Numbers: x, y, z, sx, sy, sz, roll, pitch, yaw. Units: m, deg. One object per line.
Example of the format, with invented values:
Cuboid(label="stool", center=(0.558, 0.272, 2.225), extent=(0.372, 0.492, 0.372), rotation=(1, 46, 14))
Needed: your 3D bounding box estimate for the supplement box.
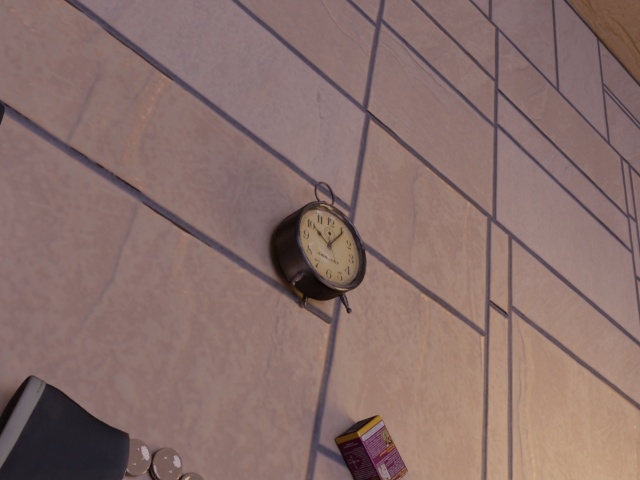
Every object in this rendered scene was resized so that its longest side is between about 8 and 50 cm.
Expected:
Cuboid(label="supplement box", center=(0.065, 0.273, 1.021), extent=(0.055, 0.043, 0.083), rotation=(-21, 83, -51))

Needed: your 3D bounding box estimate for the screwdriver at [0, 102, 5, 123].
Cuboid(label="screwdriver", center=(-0.351, -0.074, 0.794), extent=(0.025, 0.024, 0.169), rotation=(64, 29, -48))

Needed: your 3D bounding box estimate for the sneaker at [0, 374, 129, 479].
Cuboid(label="sneaker", center=(-0.239, 0.228, 0.674), extent=(0.118, 0.083, 0.222), rotation=(32, 45, -18))

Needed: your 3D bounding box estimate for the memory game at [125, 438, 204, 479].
Cuboid(label="memory game", center=(-0.174, 0.286, 0.779), extent=(0.186, 0.012, 0.186), rotation=(25, 51, -36))

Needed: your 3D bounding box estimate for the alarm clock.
Cuboid(label="alarm clock", center=(0.000, 0.000, 1.096), extent=(0.129, 0.064, 0.192), rotation=(30, 51, -33))
